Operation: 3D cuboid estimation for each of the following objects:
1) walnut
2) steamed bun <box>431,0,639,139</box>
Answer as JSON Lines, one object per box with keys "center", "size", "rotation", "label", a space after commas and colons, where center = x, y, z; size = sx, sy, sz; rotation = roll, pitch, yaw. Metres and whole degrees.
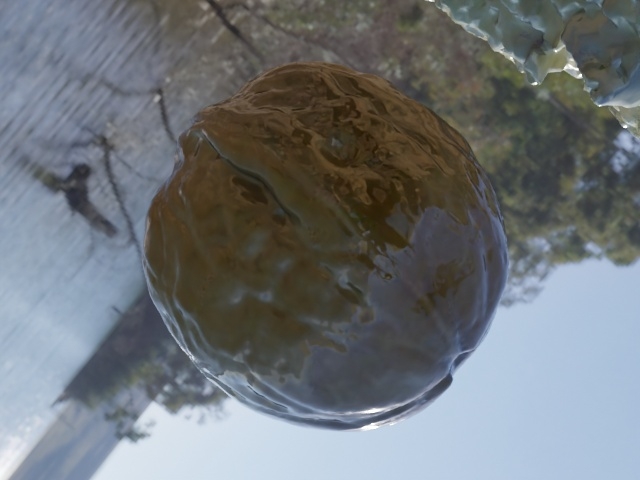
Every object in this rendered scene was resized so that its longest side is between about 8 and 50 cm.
{"center": [0.000, 0.001, 0.864], "size": [0.277, 0.313, 0.252], "rotation": [-59, 155, 14], "label": "walnut"}
{"center": [0.112, -0.142, 0.453], "size": [0.200, 0.225, 0.170], "rotation": [-12, 159, -17], "label": "steamed bun"}
